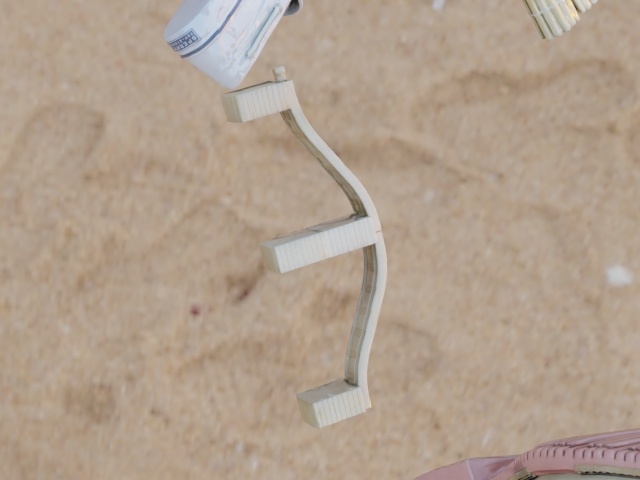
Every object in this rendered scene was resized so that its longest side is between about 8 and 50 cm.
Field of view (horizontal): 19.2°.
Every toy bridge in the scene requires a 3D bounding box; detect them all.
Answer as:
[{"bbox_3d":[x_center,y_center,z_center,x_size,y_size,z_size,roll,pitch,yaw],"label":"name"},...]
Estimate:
[{"bbox_3d":[0.000,0.000,0.994,0.063,0.026,0.188,-17,102,-20],"label":"toy bridge"}]

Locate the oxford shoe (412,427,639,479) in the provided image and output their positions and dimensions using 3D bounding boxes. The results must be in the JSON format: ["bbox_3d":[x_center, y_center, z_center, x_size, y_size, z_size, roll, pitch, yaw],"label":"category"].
[{"bbox_3d":[0.201,0.220,1.403,0.140,0.397,0.146,-3,78,-22],"label":"oxford shoe"}]

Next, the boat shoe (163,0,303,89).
[{"bbox_3d":[-0.046,-0.246,1.750,0.088,0.096,0.267,45,49,-20],"label":"boat shoe"}]

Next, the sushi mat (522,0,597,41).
[{"bbox_3d":[0.141,-0.286,1.225,0.151,0.316,0.019,-42,36,-10],"label":"sushi mat"}]
